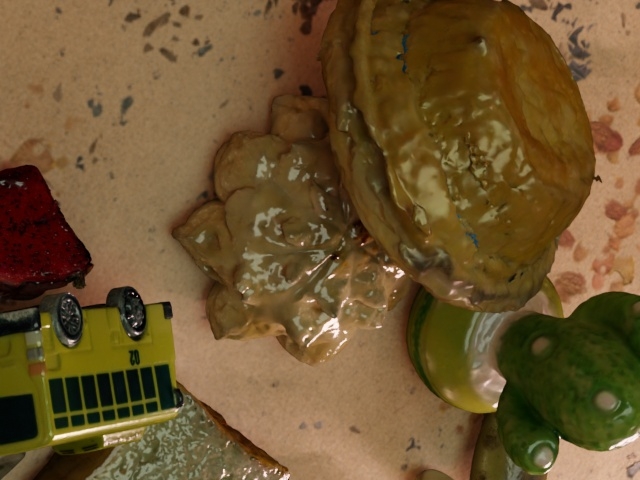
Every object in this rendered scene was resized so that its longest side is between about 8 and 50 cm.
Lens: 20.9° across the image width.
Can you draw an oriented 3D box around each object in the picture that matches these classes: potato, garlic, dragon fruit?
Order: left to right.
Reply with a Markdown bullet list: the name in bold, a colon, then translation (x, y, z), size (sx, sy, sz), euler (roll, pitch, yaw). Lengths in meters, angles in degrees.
- **dragon fruit**: translation (-0.290, 0.012, 1.668), size (0.102, 0.147, 0.096), euler (-9, 148, -29)
- **garlic**: translation (0.133, 0.291, 2.007), size (0.083, 0.053, 0.041), euler (23, 108, -47)
- **potato**: translation (0.226, 0.261, 2.035), size (0.105, 0.085, 0.188), euler (1, 99, -46)

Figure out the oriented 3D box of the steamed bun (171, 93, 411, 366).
- **steamed bun**: translation (0.000, 0.000, 1.806), size (0.295, 0.137, 0.292), euler (1, 104, -31)

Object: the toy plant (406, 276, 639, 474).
- **toy plant**: translation (0.236, 0.130, 1.868), size (0.224, 0.316, 0.184), euler (-51, 122, -10)

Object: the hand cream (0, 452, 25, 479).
- **hand cream**: translation (-0.354, 0.252, 1.734), size (0.165, 0.037, 0.057), euler (-47, 154, -10)

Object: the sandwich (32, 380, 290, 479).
- **sandwich**: translation (-0.182, 0.276, 1.808), size (0.251, 0.087, 0.226), euler (-50, 120, -8)

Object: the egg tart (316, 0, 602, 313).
- **egg tart**: translation (0.160, -0.113, 1.762), size (0.388, 0.169, 0.388), euler (30, 50, -43)

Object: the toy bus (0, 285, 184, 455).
- **toy bus**: translation (-0.240, 0.126, 1.625), size (0.262, 0.128, 0.150), euler (1, 79, -67)
